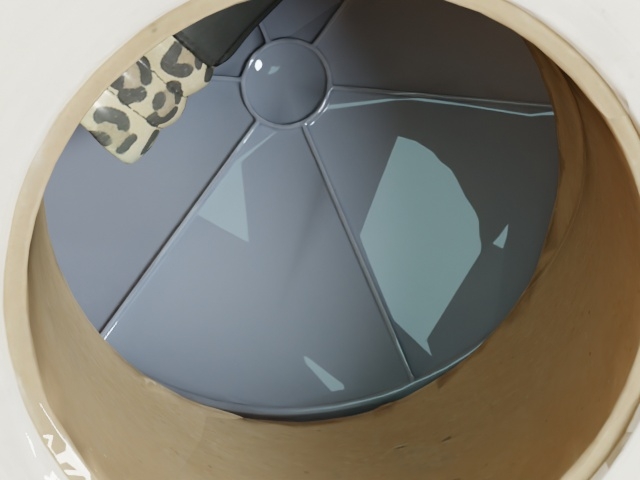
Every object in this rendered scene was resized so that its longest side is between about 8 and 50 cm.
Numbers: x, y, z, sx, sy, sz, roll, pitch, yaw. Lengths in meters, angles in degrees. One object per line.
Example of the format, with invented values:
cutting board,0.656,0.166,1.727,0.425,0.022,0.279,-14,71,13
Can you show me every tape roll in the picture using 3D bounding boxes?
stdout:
tape roll,0.000,0.000,0.457,0.286,0.100,0.286,-2,108,-6

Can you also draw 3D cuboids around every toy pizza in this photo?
toy pizza,-0.007,-0.044,0.560,0.201,0.032,0.201,-1,83,11

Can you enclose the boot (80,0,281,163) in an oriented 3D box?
boot,-0.063,-0.156,0.524,0.178,0.085,0.236,-44,78,6
